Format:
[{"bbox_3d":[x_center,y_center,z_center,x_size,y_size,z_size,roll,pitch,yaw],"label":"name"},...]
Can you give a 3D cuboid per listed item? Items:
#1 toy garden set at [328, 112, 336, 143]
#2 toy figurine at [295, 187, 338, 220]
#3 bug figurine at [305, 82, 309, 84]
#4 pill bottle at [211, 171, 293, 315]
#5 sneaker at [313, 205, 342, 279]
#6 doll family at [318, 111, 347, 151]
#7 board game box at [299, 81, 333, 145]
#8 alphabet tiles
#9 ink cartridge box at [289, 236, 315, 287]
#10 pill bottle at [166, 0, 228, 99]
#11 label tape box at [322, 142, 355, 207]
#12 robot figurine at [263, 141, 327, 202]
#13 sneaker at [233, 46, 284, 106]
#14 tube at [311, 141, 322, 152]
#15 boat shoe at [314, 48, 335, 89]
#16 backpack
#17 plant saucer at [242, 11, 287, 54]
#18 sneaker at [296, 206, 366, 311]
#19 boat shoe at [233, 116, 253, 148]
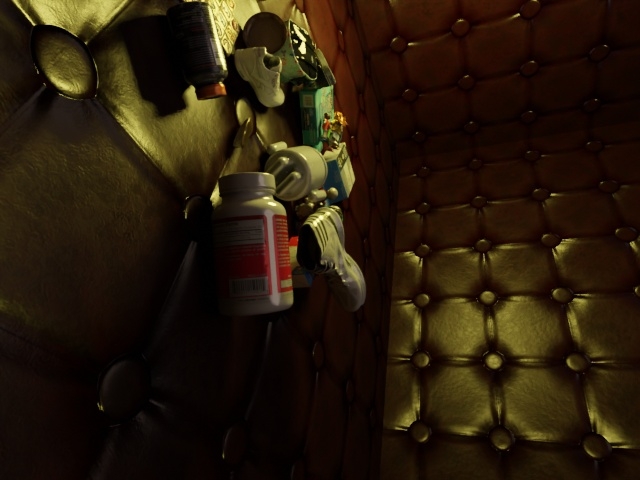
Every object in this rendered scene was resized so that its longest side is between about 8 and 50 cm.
[{"bbox_3d":[0.091,-0.610,2.377,0.204,0.049,0.244,-73,149,-44],"label":"toy garden set"},{"bbox_3d":[-0.011,-0.179,1.888,0.209,0.148,0.213,44,45,-58],"label":"toy figurine"},{"bbox_3d":[-0.089,-0.853,1.959,0.279,0.072,0.216,-41,129,-70],"label":"bug figurine"},{"bbox_3d":[-0.210,0.011,1.242,0.229,0.229,0.408,1,84,-68],"label":"pill bottle"},{"bbox_3d":[0.000,0.000,1.819,0.343,0.134,0.146,-66,175,14],"label":"sneaker"},{"bbox_3d":[0.081,-0.547,2.033,0.263,0.118,0.163,17,82,-78],"label":"doll family"},{"bbox_3d":[-0.012,-0.656,2.026,0.336,0.079,0.254,-66,158,-52],"label":"board game box"},{"bbox_3d":[-0.370,-0.802,1.335,0.342,0.011,0.285,56,35,-50],"label":"alphabet tiles"},{"bbox_3d":[-0.084,0.083,1.661,0.231,0.134,0.078,-71,147,-44],"label":"ink cartridge box"},{"bbox_3d":[-0.345,-0.536,1.174,0.130,0.130,0.246,-44,125,-63],"label":"pill bottle"},{"bbox_3d":[0.085,-0.352,2.225,0.334,0.106,0.241,-67,144,-51],"label":"label tape box"},{"bbox_3d":[-0.093,-0.272,1.637,0.300,0.200,0.353,53,25,-1],"label":"robot figurine"},{"bbox_3d":[-0.194,-0.608,1.539,0.305,0.152,0.114,33,53,-65],"label":"sneaker"},{"bbox_3d":[-0.015,-0.480,2.098,0.207,0.052,0.080,-71,158,-58],"label":"tube"},{"bbox_3d":[-0.013,-0.788,1.897,0.113,0.105,0.306,56,13,-49],"label":"boat shoe"},{"bbox_3d":[-0.128,-0.774,1.686,0.253,0.191,0.225,-29,109,-74],"label":"backpack"},{"bbox_3d":[-0.208,-0.777,1.546,0.029,0.168,0.168,53,32,-88],"label":"plant saucer"},{"bbox_3d":[0.020,0.118,1.568,0.257,0.169,0.447,-39,112,-54],"label":"sneaker"},{"bbox_3d":[-0.272,-0.378,1.426,0.050,0.045,0.135,71,26,-53],"label":"boat shoe"}]
